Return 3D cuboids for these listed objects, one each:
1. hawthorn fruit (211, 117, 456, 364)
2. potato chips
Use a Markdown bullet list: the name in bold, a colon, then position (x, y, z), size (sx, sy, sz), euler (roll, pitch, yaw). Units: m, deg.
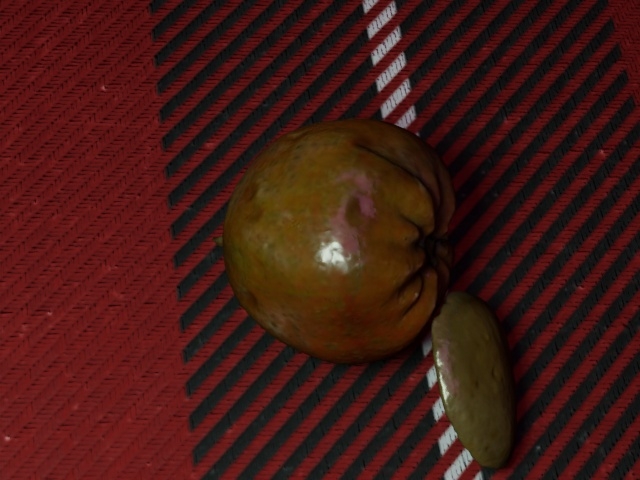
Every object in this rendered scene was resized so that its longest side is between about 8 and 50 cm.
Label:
- **hawthorn fruit**: position (0.000, 0.000, 1.895), size (0.298, 0.277, 0.277), euler (3, 56, 28)
- **potato chips**: position (0.184, 0.153, 1.879), size (0.049, 0.150, 0.202), euler (-19, 72, 30)
